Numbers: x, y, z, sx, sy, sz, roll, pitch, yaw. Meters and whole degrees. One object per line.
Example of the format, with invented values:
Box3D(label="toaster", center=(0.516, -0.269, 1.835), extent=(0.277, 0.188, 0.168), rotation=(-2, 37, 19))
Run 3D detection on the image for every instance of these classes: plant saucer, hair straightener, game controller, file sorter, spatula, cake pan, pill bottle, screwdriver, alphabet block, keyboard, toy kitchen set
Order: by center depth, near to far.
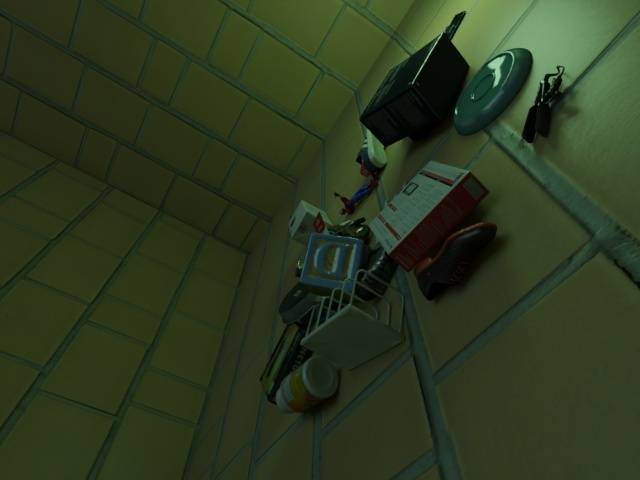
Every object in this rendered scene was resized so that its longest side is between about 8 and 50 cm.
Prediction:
Box3D(label="hair straightener", center=(0.583, -0.356, 1.041), extent=(0.231, 0.047, 0.089), rotation=(-62, 16, -18))
Box3D(label="file sorter", center=(0.102, 0.242, 1.263), extent=(0.278, 0.192, 0.173), rotation=(-46, 19, 44))
Box3D(label="plant saucer", center=(0.550, -0.499, 1.364), extent=(0.318, 0.043, 0.318), rotation=(-53, 18, 26))
Box3D(label="pill bottle", center=(-0.055, 0.504, 1.406), extent=(0.246, 0.136, 0.137), rotation=(-48, 21, 40))
Box3D(label="alphabet block", center=(0.055, 0.100, 1.467), extent=(0.197, 0.193, 0.193), rotation=(62, -140, -68))
Box3D(label="spatula", center=(0.279, -0.113, 1.604), extent=(0.168, 0.019, 0.242), rotation=(-46, 22, 46))
Box3D(label="screwdriver", center=(0.107, -0.055, 1.694), extent=(0.169, 0.025, 0.024), rotation=(-22, 21, 4))
Box3D(label="toy kitchen set", center=(-0.044, 0.208, 1.742), extent=(0.207, 0.165, 0.122), rotation=(-72, -13, -47))
Box3D(label="game controller", center=(0.421, -0.520, 1.749), extent=(0.167, 0.067, 0.319), rotation=(-55, 18, 22))
Box3D(label="cake pan", center=(-0.084, 0.257, 1.896), extent=(0.293, 0.054, 0.293), rotation=(-40, 14, 12))
Box3D(label="keyboard", center=(0.633, -1.021, 2.002), extent=(0.180, 0.023, 0.108), rotation=(-60, 22, 2))

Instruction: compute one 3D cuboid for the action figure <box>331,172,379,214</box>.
Box3D(label="action figure", center=(0.148, -0.228, 2.000), extent=(0.280, 0.138, 0.092), rotation=(-50, 18, 42))

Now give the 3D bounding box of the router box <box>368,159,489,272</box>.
Box3D(label="router box", center=(0.298, -0.089, 1.231), extent=(0.301, 0.082, 0.335), rotation=(-47, 13, 10))

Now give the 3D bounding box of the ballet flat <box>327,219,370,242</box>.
Box3D(label="ballet flat", center=(0.126, -0.036, 1.819), extent=(0.124, 0.116, 0.342), rotation=(-44, 13, -12))

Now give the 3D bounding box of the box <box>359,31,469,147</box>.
Box3D(label="box", center=(0.374, -0.595, 1.658), extent=(0.312, 0.179, 0.343), rotation=(-16, 39, 58))

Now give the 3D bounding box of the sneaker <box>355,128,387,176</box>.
Box3D(label="sneaker", center=(0.245, -0.456, 2.066), extent=(0.148, 0.131, 0.350), rotation=(-42, 25, 39))

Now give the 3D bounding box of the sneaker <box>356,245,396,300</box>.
Box3D(label="sneaker", center=(0.194, 0.104, 1.423), extent=(0.229, 0.086, 0.132), rotation=(-53, 10, -5))

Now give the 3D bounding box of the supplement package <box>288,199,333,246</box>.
Box3D(label="supplement package", center=(-0.063, -0.089, 2.334), extent=(0.178, 0.175, 0.293), rotation=(-60, 16, 11))

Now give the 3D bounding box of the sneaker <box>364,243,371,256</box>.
Box3D(label="sneaker", center=(0.099, 0.092, 1.674), extent=(0.262, 0.104, 0.125), rotation=(-34, 34, 59))

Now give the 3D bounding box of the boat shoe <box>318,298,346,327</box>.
Box3D(label="boat shoe", center=(0.045, 0.277, 1.531), extent=(0.089, 0.108, 0.258), rotation=(-47, 24, 33))

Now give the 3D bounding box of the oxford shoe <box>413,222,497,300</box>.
Box3D(label="oxford shoe", center=(0.344, 0.058, 1.030), extent=(0.271, 0.096, 0.099), rotation=(125, 146, -46))

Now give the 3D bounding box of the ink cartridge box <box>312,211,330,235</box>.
Box3D(label="ink cartridge box", center=(0.000, 0.000, 1.922), extent=(0.056, 0.225, 0.181), rotation=(-20, -12, -18))

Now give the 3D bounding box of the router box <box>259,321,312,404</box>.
Box3D(label="router box", center=(-0.140, 0.511, 1.756), extent=(0.309, 0.080, 0.243), rotation=(-64, 16, -6))
